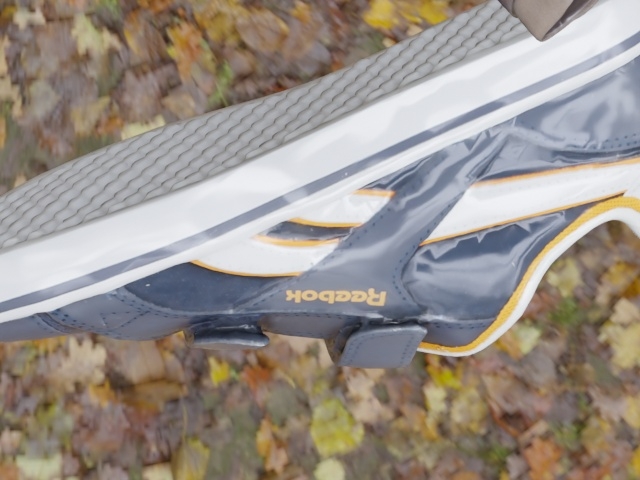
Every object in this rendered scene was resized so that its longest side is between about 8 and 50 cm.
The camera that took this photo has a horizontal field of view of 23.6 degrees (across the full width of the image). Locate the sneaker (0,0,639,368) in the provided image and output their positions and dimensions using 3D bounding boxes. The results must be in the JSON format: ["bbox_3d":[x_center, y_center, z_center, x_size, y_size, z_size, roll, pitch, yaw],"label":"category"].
[{"bbox_3d":[0.000,0.000,0.640,0.321,0.126,0.127,-20,110,1],"label":"sneaker"}]

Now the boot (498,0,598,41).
[{"bbox_3d":[0.042,-0.093,0.419,0.042,0.118,0.087,-31,87,-30],"label":"boot"}]
